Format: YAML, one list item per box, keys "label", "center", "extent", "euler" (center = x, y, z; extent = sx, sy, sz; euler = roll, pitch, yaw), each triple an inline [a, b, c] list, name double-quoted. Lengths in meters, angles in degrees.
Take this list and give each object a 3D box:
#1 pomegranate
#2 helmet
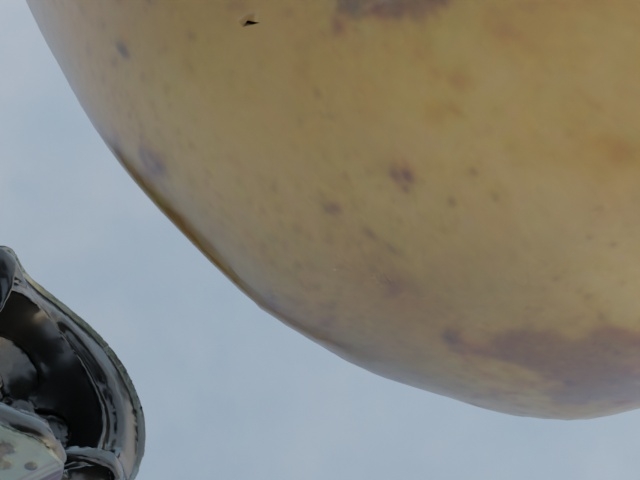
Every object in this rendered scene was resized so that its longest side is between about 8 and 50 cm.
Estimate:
- label: "pomegranate"
  center: [0.084, -0.139, 0.632]
  extent: [0.417, 0.416, 0.416]
  euler: [-6, -123, 9]
- label: "helmet"
  center: [-0.178, 0.087, 0.839]
  extent: [0.107, 0.177, 0.153]
  euler: [-35, -112, 8]
